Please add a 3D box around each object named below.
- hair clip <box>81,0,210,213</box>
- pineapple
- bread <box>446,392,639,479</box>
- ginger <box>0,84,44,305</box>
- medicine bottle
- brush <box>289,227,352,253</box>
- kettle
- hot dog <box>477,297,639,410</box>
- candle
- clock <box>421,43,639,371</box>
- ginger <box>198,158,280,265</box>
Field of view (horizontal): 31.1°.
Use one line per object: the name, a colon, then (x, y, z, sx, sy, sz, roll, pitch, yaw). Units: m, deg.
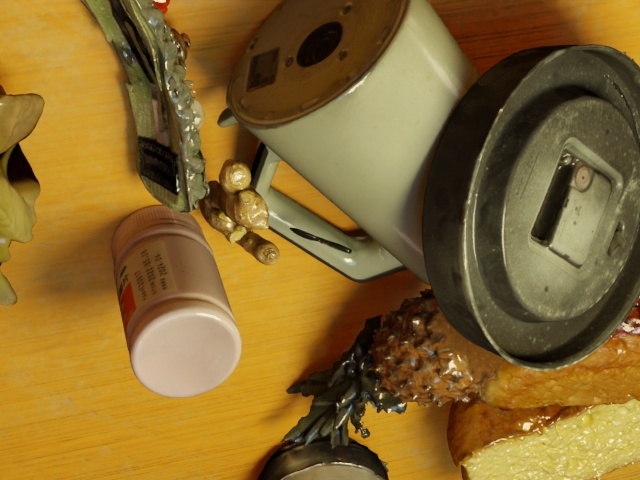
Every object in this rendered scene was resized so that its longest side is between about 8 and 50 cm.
hair clip: (-0.187, -0.191, 1.333, 0.091, 0.138, 0.321, -35, 130, -30)
pineapple: (0.085, 0.179, 1.587, 0.166, 0.165, 0.364, 26, 144, -29)
bread: (0.339, 0.265, 1.745, 0.340, 0.179, 0.194, -19, 127, -8)
ginger: (-0.500, -0.011, 1.293, 0.359, 0.211, 0.413, 14, 117, -22)
medicine bottle: (-0.182, 0.068, 1.412, 0.133, 0.249, 0.133, -8, 124, -11)
brush: (0.000, 0.000, 1.440, 0.083, 0.024, 0.008, 20, 79, 4)
kettle: (0.060, -0.101, 1.410, 0.361, 0.250, 0.377, -27, 131, 26)
hot dog: (0.397, 0.105, 1.601, 0.405, 0.185, 0.223, -3, 136, 0)
candle: (0.020, 0.458, 1.676, 0.221, 0.342, 0.221, -5, 124, -8)
clock: (0.273, -0.040, 1.345, 0.386, 0.076, 0.386, -13, 110, -38)
ginger: (-0.107, -0.035, 1.415, 0.052, 0.176, 0.193, -44, 130, -20)
